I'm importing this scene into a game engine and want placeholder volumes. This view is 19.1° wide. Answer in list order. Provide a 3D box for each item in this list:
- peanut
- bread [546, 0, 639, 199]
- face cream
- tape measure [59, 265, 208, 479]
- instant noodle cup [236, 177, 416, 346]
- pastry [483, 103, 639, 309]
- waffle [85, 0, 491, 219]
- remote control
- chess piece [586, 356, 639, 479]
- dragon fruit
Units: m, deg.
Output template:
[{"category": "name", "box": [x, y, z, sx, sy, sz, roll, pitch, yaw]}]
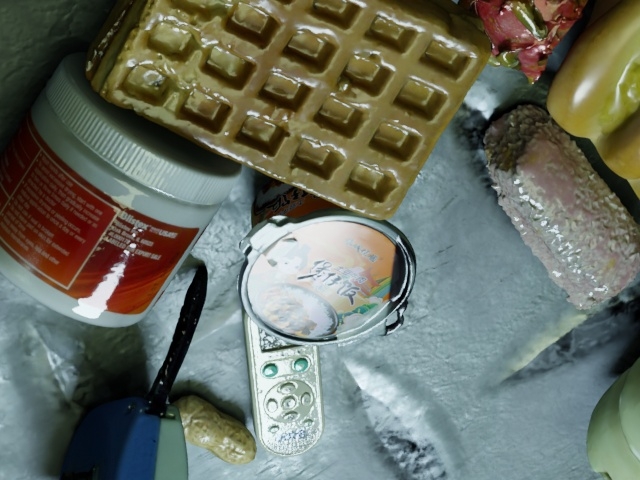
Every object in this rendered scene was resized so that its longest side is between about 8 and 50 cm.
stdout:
[{"category": "peanut", "box": [-0.115, 0.206, 2.043, 0.113, 0.054, 0.054, 32, 107, -23]}, {"category": "bread", "box": [0.390, -0.175, 1.862, 0.315, 0.211, 0.270, -41, 118, 7]}, {"category": "face cream", "box": [-0.204, -0.046, 1.789, 0.201, 0.201, 0.187, 26, 110, -26]}, {"category": "tape measure", "box": [-0.199, 0.207, 1.980, 0.098, 0.215, 0.351, 16, 70, -22]}, {"category": "instant noodle cup", "box": [0.000, 0.000, 1.900, 0.177, 0.125, 0.208, -24, 133, 12]}, {"category": "pastry", "box": [0.263, -0.019, 1.977, 0.103, 0.112, 0.265, -40, 122, -3]}, {"category": "waffle", "box": [-0.029, -0.171, 1.735, 0.327, 0.098, 0.224, 22, 111, -26]}, {"category": "remote control", "box": [-0.040, 0.135, 2.028, 0.078, 0.042, 0.221, -9, 120, -8]}, {"category": "chess piece", "box": [0.423, 0.134, 1.945, 0.234, 0.234, 0.442, 2, 150, -15]}, {"category": "dragon fruit", "box": [0.196, -0.254, 1.821, 0.150, 0.133, 0.208, -18, 111, 1]}]
